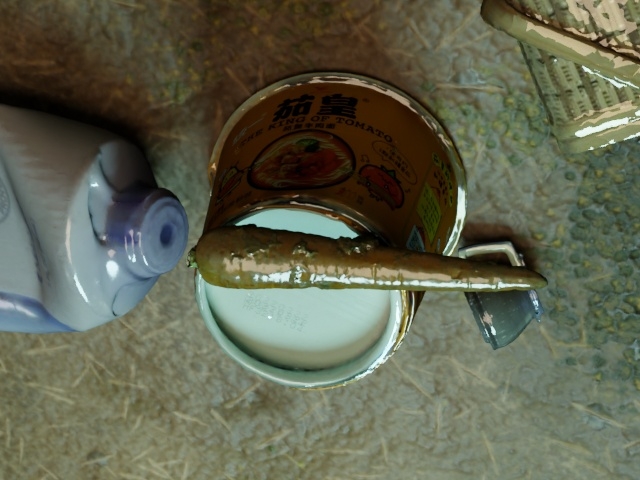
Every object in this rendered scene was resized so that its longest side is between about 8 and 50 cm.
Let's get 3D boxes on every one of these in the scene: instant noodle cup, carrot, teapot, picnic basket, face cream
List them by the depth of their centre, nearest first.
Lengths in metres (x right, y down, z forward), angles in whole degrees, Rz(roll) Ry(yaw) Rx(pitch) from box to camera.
[{"bbox_3d":[0.271,-0.193,1.047,0.313,0.228,0.175,-17,111,21],"label":"picnic basket"},{"bbox_3d":[0.031,0.018,1.133,0.254,0.049,0.049,5,121,5],"label":"carrot"},{"bbox_3d":[0.000,0.000,1.254,0.215,0.172,0.216,5,121,8],"label":"instant noodle cup"},{"bbox_3d":[0.146,0.040,1.314,0.057,0.066,0.088,-23,92,3],"label":"teapot"},{"bbox_3d":[-0.306,-0.022,1.370,0.420,0.137,0.235,4,123,24],"label":"face cream"}]
